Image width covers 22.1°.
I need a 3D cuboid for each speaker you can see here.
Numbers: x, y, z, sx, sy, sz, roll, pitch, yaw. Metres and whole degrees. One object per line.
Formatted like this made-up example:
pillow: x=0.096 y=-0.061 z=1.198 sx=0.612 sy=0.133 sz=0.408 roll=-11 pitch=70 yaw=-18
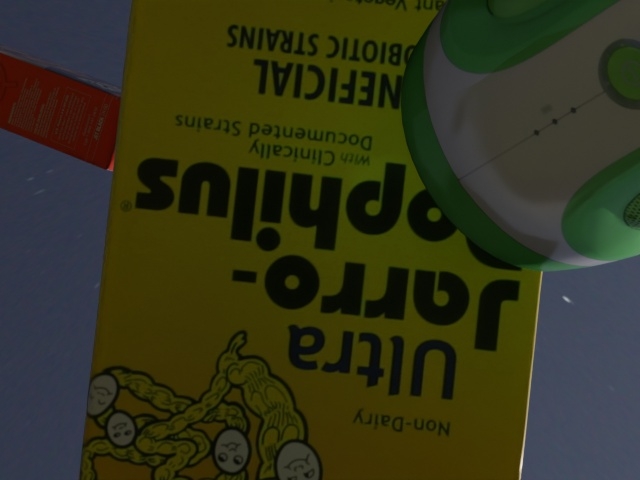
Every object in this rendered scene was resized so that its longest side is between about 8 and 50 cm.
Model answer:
speaker: x=0.157 y=-0.090 z=0.532 sx=0.131 sy=0.296 sz=0.131 roll=17 pitch=-121 yaw=-31

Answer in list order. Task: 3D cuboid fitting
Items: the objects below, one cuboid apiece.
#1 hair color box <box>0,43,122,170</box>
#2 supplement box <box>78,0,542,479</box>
hair color box: x=-0.151 y=-0.078 z=0.943 sx=0.141 sy=0.072 sz=0.043 roll=21 pitch=-83 yaw=26
supplement box: x=0.000 y=0.000 z=0.796 sx=0.194 sy=0.195 sz=0.356 roll=6 pitch=-92 yaw=-1
